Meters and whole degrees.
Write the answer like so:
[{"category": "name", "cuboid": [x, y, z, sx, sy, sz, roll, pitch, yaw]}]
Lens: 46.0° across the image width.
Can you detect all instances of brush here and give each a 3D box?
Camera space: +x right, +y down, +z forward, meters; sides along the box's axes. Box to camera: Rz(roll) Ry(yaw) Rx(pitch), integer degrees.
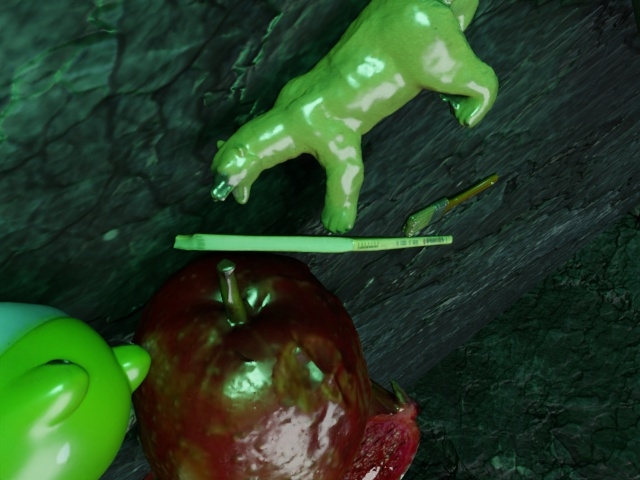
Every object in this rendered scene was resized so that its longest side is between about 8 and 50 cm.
[{"category": "brush", "cuboid": [0.177, -0.052, 1.000, 0.170, 0.014, 0.043, -29, 158, -27]}]

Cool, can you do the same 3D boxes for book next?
[{"category": "book", "cuboid": [0.000, 0.000, 0.640, 0.168, 0.013, 0.192, 0, -179, 31]}]

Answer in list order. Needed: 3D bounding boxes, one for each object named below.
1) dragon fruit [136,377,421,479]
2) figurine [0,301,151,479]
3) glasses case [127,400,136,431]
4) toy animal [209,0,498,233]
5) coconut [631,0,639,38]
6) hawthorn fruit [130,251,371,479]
[{"category": "dragon fruit", "cuboid": [-0.063, 0.276, 1.014, 0.386, 0.249, 0.371, -43, 145, 7]}, {"category": "figurine", "cuboid": [-0.246, 0.138, 0.521, 0.263, 0.143, 0.162, -28, 168, 13]}, {"category": "glasses case", "cuboid": [-0.317, 0.227, 0.649, 0.355, 0.085, 0.137, -32, 175, -16]}, {"category": "toy animal", "cuboid": [0.022, -0.097, 0.515, 0.219, 0.103, 0.101, -39, 142, 15]}, {"category": "coconut", "cuboid": [0.359, -0.218, 0.609, 0.230, 0.227, 0.227, -43, 161, 18]}, {"category": "hawthorn fruit", "cuboid": [-0.067, 0.105, 0.630, 0.210, 0.230, 0.266, -9, 145, 2]}]
